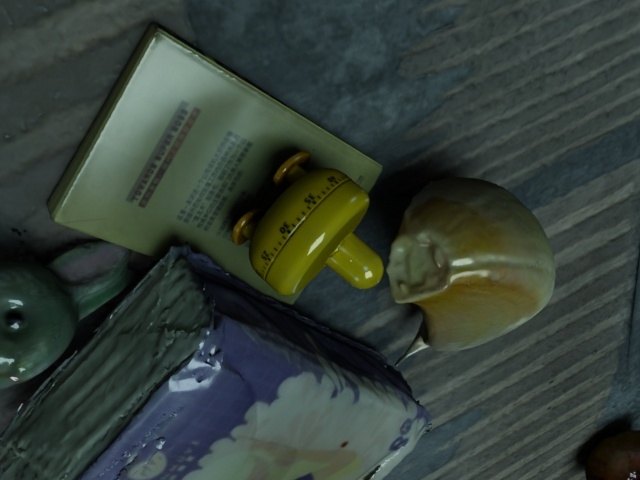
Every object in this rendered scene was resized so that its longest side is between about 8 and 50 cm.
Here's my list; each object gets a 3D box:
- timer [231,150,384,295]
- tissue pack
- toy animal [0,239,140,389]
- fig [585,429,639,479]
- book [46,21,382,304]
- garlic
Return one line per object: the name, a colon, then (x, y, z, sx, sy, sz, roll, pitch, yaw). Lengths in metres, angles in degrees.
timer: (0.000, 0.000, 0.459, 0.107, 0.109, 0.107, -49, 172, -10)
tissue pack: (-0.071, 0.178, 0.550, 0.242, 0.125, 0.344, -47, 136, 7)
toy animal: (-0.241, 0.058, 0.401, 0.251, 0.125, 0.127, -17, 155, -26)
fig: (0.588, 0.419, 1.089, 0.257, 0.159, 0.159, 8, 117, -54)
book: (-0.073, -0.043, 0.480, 0.231, 0.026, 0.161, 25, 105, -38)
garlic: (0.131, 0.036, 0.562, 0.164, 0.145, 0.245, -37, 151, -11)
